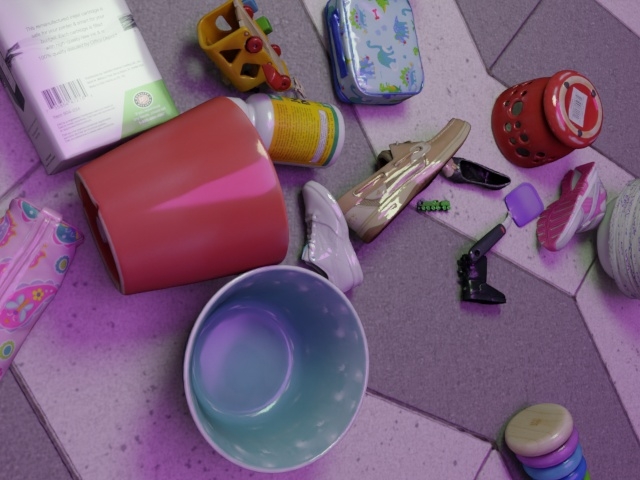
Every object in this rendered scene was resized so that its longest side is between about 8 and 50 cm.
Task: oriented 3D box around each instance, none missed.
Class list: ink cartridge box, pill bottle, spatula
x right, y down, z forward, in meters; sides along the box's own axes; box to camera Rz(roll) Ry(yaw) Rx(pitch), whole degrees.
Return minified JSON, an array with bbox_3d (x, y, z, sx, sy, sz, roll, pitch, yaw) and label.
[{"bbox_3d":[-0.370,-0.266,1.077,0.198,0.115,0.272,-29,98,-30],"label":"ink cartridge box"},{"bbox_3d":[-0.073,-0.191,1.237,0.208,0.117,0.117,3,82,-29],"label":"pill bottle"},{"bbox_3d":[0.390,-0.035,1.520,0.296,0.030,0.084,-37,101,-41],"label":"spatula"}]

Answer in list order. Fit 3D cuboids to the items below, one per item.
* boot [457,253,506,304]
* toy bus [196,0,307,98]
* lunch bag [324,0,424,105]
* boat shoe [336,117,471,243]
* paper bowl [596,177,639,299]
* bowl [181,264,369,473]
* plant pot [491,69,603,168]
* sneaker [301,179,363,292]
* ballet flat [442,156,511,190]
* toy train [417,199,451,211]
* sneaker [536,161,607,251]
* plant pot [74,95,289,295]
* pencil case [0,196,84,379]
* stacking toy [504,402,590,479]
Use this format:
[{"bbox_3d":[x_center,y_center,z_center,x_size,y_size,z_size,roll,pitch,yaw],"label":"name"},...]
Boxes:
[{"bbox_3d":[0.336,0.080,1.481,0.121,0.045,0.099,10,72,-30],"label":"boot"},{"bbox_3d":[-0.127,-0.310,1.229,0.104,0.191,0.202,-26,98,13],"label":"toy bus"},{"bbox_3d":[0.100,-0.373,1.379,0.176,0.090,0.219,-9,87,-32],"label":"lunch bag"},{"bbox_3d":[0.163,-0.142,1.365,0.110,0.121,0.341,43,63,6],"label":"boat shoe"},{"bbox_3d":[0.747,-0.004,1.649,0.284,0.148,0.284,-1,92,-40],"label":"paper bowl"},{"bbox_3d":[-0.094,0.198,1.140,0.312,0.163,0.311,3,83,-29],"label":"bowl"},{"bbox_3d":[0.499,-0.264,1.549,0.191,0.174,0.191,4,82,-32],"label":"plant pot"},{"bbox_3d":[0.000,0.000,1.282,0.094,0.080,0.212,-24,97,-19],"label":"sneaker"},{"bbox_3d":[0.325,-0.144,1.500,0.173,0.049,0.057,10,77,-29],"label":"ballet flat"},{"bbox_3d":[0.231,-0.071,1.455,0.083,0.017,0.023,-2,74,-30],"label":"toy train"},{"bbox_3d":[0.581,-0.060,1.606,0.111,0.103,0.252,46,64,-15],"label":"sneaker"},{"bbox_3d":[-0.215,-0.051,1.069,0.243,0.275,0.275,-21,94,-21],"label":"plant pot"},{"bbox_3d":[-0.443,0.083,0.984,0.124,0.124,0.284,35,67,-22],"label":"pencil case"},{"bbox_3d":[0.510,0.503,1.473,0.141,0.141,0.330,-38,106,-29],"label":"stacking toy"}]
